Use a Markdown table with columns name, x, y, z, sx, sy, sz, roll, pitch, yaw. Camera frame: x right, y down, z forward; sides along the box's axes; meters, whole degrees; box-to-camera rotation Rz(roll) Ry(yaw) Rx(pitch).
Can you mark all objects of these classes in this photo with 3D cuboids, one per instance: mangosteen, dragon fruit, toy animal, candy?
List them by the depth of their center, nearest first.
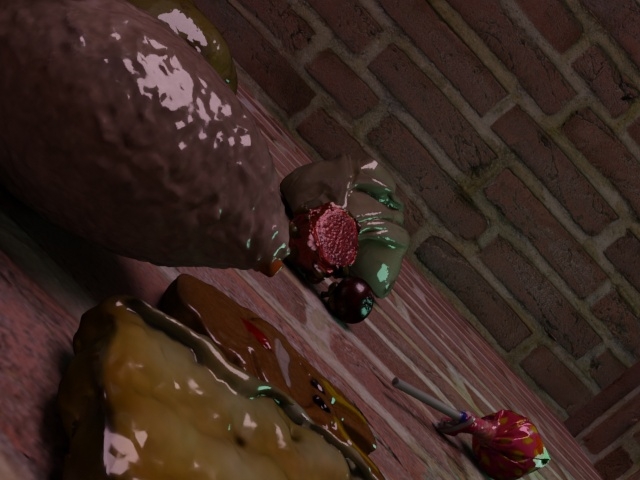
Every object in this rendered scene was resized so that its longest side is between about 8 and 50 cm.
| name | x | y | z | sx | sy | sz | roll | pitch | yaw |
| --- | --- | --- | --- | --- | --- | --- | --- | --- | --- |
| toy animal | -0.171 | -0.093 | 0.581 | 0.358 | 0.188 | 0.226 | 36 | 0 | 7 |
| candy | 0.239 | 0.297 | 1.173 | 0.365 | 0.124 | 0.124 | 33 | 15 | -34 |
| mangosteen | 0.051 | 0.099 | 1.207 | 0.081 | 0.081 | 0.081 | 46 | 9 | -9 |
| dragon fruit | 0.000 | 0.000 | 1.263 | 0.208 | 0.150 | 0.133 | -114 | -170 | -83 |

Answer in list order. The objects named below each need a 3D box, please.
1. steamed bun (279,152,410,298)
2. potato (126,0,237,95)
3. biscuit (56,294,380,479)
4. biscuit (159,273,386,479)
| name | x | y | z | sx | sy | sz | roll | pitch | yaw |
| --- | --- | --- | --- | --- | --- | --- | --- | --- | --- |
| steamed bun | 0.085 | -0.062 | 1.615 | 0.309 | 0.219 | 0.324 | 40 | 11 | -35 |
| potato | -0.243 | -0.251 | 0.882 | 0.218 | 0.202 | 0.351 | -24 | 78 | -48 |
| biscuit | -0.039 | 0.170 | 0.470 | 0.335 | 0.078 | 0.329 | 49 | 11 | 13 |
| biscuit | -0.036 | 0.142 | 0.704 | 0.295 | 0.044 | 0.186 | 44 | 7 | -21 |
